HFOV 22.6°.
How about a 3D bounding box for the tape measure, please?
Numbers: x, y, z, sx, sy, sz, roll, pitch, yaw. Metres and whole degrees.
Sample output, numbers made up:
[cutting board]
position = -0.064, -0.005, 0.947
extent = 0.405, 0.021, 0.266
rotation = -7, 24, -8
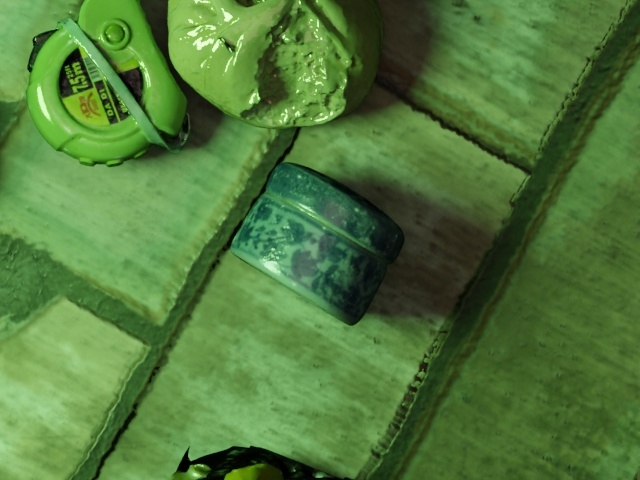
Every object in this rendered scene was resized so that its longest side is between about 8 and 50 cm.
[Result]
[tape measure]
position = -0.212, -0.150, 1.569
extent = 0.154, 0.087, 0.177
rotation = -27, 91, -13

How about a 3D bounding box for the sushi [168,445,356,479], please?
[sushi]
position = -0.023, 0.367, 1.465
extent = 0.328, 0.285, 0.329
rotation = 23, 90, 0

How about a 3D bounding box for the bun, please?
[bun]
position = -0.046, -0.217, 1.558
extent = 0.210, 0.116, 0.237
rotation = -43, 87, -2

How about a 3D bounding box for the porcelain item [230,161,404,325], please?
[porcelain item]
position = 0.000, 0.000, 1.539
extent = 0.147, 0.147, 0.114
rotation = 31, 87, 0
